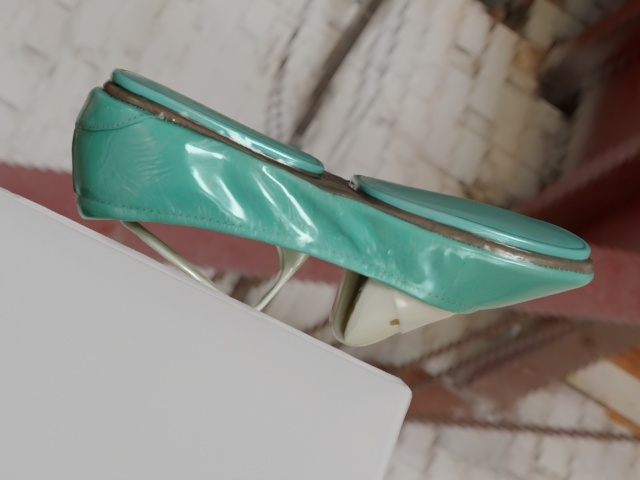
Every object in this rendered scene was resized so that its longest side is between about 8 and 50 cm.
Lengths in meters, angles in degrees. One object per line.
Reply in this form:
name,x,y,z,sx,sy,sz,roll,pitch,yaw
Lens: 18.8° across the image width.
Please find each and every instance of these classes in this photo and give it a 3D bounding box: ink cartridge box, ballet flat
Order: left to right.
ink cartridge box,-0.123,0.158,0.679,0.270,0.197,0.198,-64,-179,32
ballet flat,0.000,0.000,0.894,0.083,0.247,0.087,-95,-155,-79
